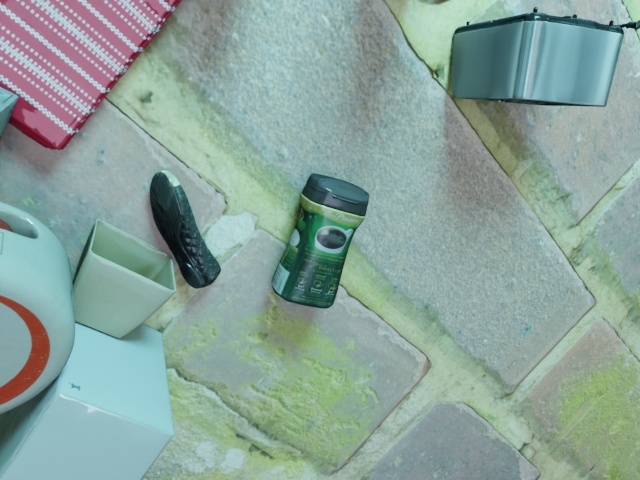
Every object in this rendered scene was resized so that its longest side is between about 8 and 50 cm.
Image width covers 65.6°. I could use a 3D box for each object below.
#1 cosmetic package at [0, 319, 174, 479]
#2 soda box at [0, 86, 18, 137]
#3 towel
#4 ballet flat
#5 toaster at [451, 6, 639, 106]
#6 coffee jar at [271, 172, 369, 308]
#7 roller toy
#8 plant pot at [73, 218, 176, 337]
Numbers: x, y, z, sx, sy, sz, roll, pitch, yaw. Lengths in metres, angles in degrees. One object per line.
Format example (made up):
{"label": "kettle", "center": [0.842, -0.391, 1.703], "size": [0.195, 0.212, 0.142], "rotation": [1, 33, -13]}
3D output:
{"label": "cosmetic package", "center": [-0.301, 0.226, 0.601], "size": [0.138, 0.224, 0.225], "rotation": [32, 96, -28]}
{"label": "soda box", "center": [-0.421, -0.040, 0.508], "size": [0.098, 0.091, 0.286], "rotation": [27, 106, -28]}
{"label": "towel", "center": [-0.288, -0.258, 0.534], "size": [0.198, 0.031, 0.275], "rotation": [39, 90, -27]}
{"label": "ballet flat", "center": [-0.182, -0.015, 0.667], "size": [0.049, 0.057, 0.173], "rotation": [-47, 131, -48]}
{"label": "toaster", "center": [0.299, -0.246, 0.686], "size": [0.167, 0.185, 0.110], "rotation": [-3, 106, -21]}
{"label": "coffee jar", "center": [0.000, 0.000, 0.718], "size": [0.096, 0.079, 0.185], "rotation": [14, 105, -22]}
{"label": "roller toy", "center": [-0.336, 0.066, 0.461], "size": [0.191, 0.146, 0.210], "rotation": [-27, 130, -11]}
{"label": "plant pot", "center": [-0.256, 0.055, 0.623], "size": [0.109, 0.109, 0.096], "rotation": [31, 100, -28]}
